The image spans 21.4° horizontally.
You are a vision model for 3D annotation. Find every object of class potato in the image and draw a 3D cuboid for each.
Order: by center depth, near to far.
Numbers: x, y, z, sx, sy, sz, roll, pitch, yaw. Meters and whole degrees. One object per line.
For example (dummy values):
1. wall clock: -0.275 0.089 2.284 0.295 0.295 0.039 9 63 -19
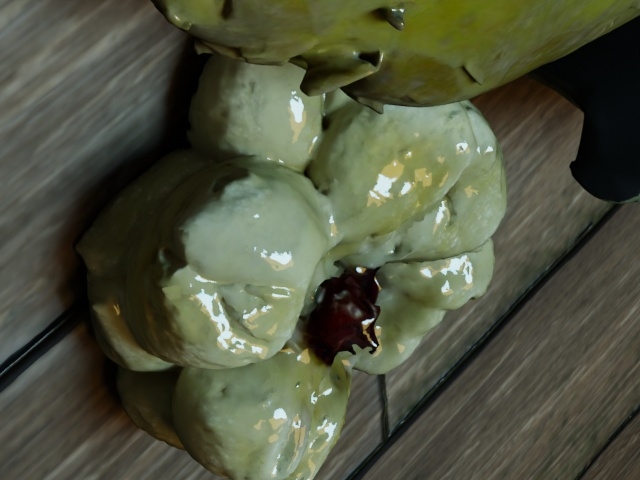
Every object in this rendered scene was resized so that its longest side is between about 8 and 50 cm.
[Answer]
1. potato: 0.059 -0.147 0.576 0.296 0.141 0.191 -30 123 -30

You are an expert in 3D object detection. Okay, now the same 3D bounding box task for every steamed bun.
1. steamed bun: 0.000 0.000 0.664 0.177 0.106 0.192 -46 148 -26

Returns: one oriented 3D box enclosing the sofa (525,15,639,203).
1. sofa: 0.202 -0.145 0.771 0.200 0.182 0.258 -9 125 -56
